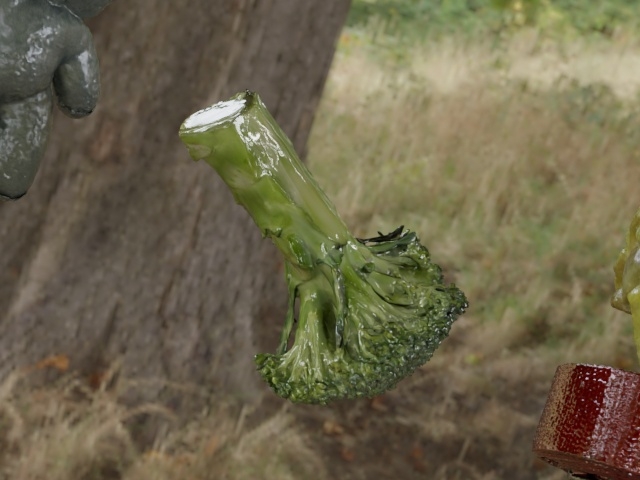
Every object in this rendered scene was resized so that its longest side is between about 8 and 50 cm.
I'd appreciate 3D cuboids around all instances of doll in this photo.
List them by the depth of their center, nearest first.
[{"bbox_3d":[-0.333,-0.221,1.510,0.246,0.340,0.158,17,3,-40],"label":"doll"}]

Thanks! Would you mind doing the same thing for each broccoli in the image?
[{"bbox_3d":[-0.009,0.017,1.487,0.361,0.221,0.252,38,47,-36],"label":"broccoli"}]

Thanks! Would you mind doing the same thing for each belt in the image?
[{"bbox_3d":[0.295,0.198,1.460,0.128,0.124,0.201,21,-9,-14],"label":"belt"}]

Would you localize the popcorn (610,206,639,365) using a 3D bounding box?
[{"bbox_3d":[0.260,0.025,0.874,0.173,0.142,0.173,1,10,0],"label":"popcorn"}]
